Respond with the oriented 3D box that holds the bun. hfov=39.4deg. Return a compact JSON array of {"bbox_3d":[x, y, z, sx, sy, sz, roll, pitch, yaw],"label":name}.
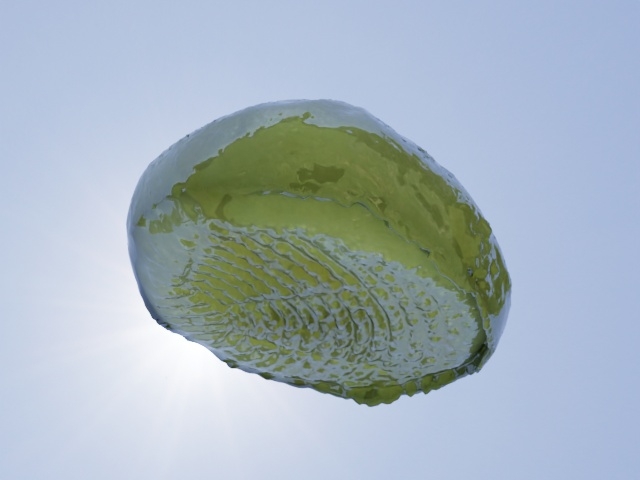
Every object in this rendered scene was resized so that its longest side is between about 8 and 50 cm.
[{"bbox_3d":[0.004,-0.002,0.861,0.364,0.364,0.202,19,-123,-6],"label":"bun"}]
